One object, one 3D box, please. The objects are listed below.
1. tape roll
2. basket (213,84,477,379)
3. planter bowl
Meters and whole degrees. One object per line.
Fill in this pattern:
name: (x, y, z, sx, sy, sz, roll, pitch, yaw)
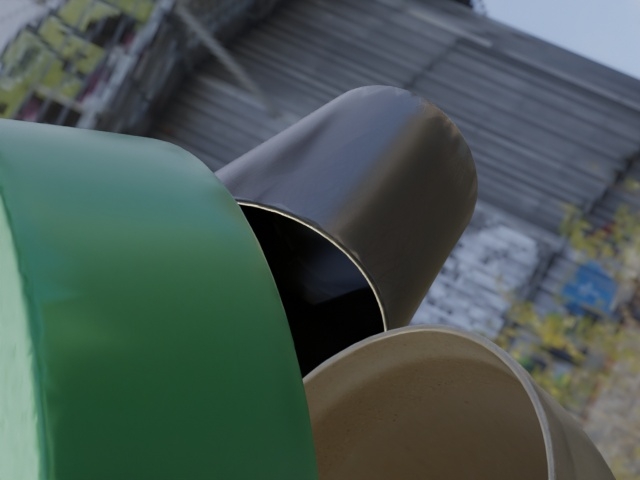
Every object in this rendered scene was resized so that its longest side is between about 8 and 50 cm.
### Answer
tape roll: (-0.104, 0.122, 0.506, 0.077, 0.321, 0.321, 7, -67, -27)
basket: (0.000, 0.000, 0.986, 0.227, 0.204, 0.154, -43, -62, -51)
planter bowl: (0.046, 0.124, 0.534, 0.109, 0.162, 0.162, 34, -98, -34)
